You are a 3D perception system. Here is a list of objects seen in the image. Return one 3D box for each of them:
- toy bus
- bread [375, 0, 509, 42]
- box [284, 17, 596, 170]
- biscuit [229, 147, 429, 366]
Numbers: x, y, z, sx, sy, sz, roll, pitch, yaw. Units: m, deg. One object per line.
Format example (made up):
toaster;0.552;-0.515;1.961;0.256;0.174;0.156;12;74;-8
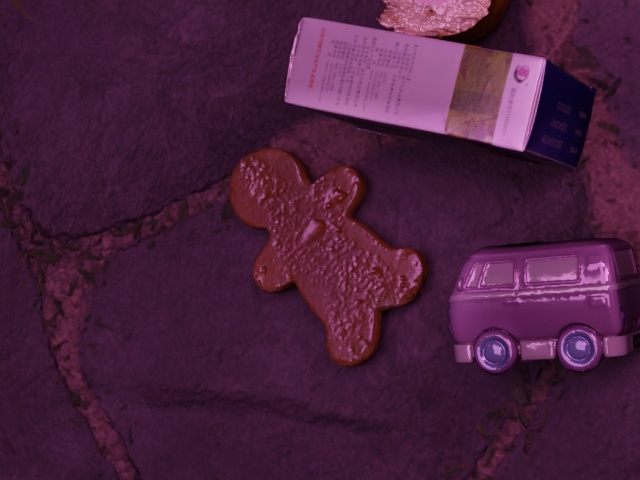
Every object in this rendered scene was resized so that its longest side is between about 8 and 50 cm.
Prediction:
toy bus;0.250;0.072;1.471;0.202;0.142;0.142;-5;91;26
bread;0.147;-0.272;1.523;0.134;0.173;0.085;-1;96;20
box;0.137;-0.166;1.501;0.299;0.200;0.106;13;93;27
biscuit;0.000;0.000;1.650;0.301;0.049;0.197;45;103;21
